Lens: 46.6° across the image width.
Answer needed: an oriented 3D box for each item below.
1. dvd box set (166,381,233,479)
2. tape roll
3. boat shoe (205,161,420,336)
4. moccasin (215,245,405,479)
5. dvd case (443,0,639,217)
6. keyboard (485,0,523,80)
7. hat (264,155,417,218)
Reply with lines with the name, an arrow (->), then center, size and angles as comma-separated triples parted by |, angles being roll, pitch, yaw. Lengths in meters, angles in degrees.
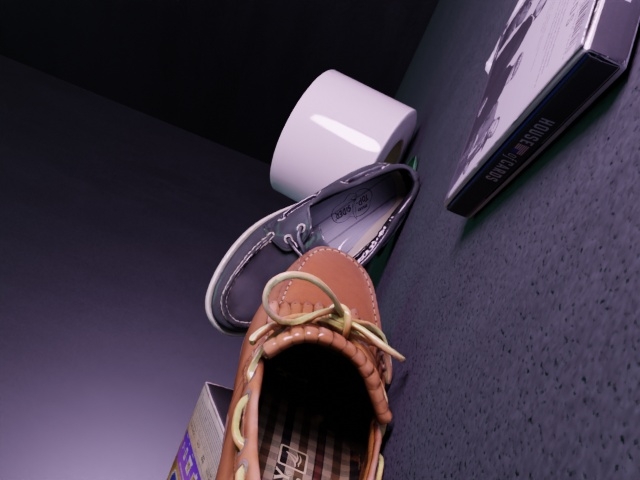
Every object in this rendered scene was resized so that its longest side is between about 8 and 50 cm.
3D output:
dvd box set -> -0.173, 0.426, 0.930 | 0.420, 0.062, 0.308 | -69, 19, 2
tape roll -> 0.044, -0.160, 1.333 | 0.246, 0.169, 0.246 | -57, -14, -22
boat shoe -> 0.003, 0.003, 0.963 | 0.340, 0.127, 0.113 | -32, 8, -23
moccasin -> -0.007, 0.115, 0.573 | 0.147, 0.139, 0.380 | -60, 3, 31
dvd case -> 0.153, -0.132, 0.496 | 0.238, 0.030, 0.179 | 118, 175, -72
keyboard -> 0.205, -0.242, 0.660 | 0.072, 0.014, 0.256 | -77, 7, -49
hat -> 0.035, -0.085, 1.160 | 0.208, 0.184, 0.172 | -73, 5, -78
